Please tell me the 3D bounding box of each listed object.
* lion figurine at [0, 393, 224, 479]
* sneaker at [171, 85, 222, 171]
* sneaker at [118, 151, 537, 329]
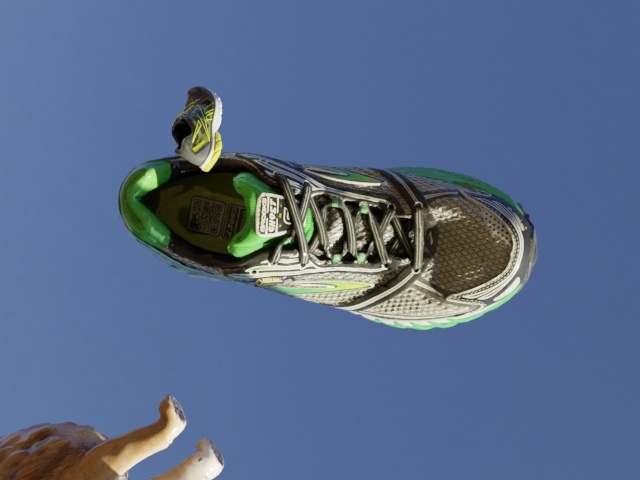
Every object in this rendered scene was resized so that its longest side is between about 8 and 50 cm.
[{"bbox_3d":[-0.175,0.290,1.323,0.240,0.142,0.392,-31,-132,4],"label":"lion figurine"},{"bbox_3d":[-0.096,-0.091,1.195,0.031,0.035,0.083,-45,-142,31],"label":"sneaker"},{"bbox_3d":[0.000,0.000,1.251,0.344,0.146,0.134,5,-90,11],"label":"sneaker"}]
